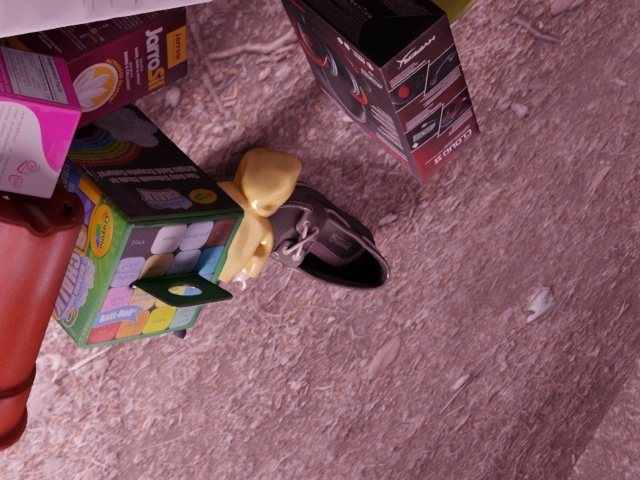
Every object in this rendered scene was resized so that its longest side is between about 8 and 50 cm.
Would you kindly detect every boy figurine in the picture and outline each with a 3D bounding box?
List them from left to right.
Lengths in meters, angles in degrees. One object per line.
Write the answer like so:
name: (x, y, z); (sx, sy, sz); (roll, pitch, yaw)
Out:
boy figurine: (-0.139, -0.013, 2.065); (0.177, 0.092, 0.285); (36, 93, -32)

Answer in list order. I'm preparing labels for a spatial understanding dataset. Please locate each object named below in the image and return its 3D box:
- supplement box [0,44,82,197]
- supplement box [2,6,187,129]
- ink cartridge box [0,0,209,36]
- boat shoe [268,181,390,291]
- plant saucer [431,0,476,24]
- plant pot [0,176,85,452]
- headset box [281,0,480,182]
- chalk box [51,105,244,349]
supplement box: (-0.363, -0.131, 1.556); (0.220, 0.114, 0.111); (11, 121, -26)
supplement box: (-0.243, -0.202, 1.723); (0.188, 0.081, 0.104); (-30, 146, -26)
ink cartridge box: (-0.192, -0.378, 1.503); (0.330, 0.071, 0.324); (-17, 121, -37)
boat shoe: (0.000, 0.000, 2.247); (0.112, 0.095, 0.335); (-52, 149, 10)
plant saucer: (0.162, -0.361, 2.084); (0.241, 0.037, 0.241); (-31, 146, -24)
plant pot: (-0.391, 0.043, 1.662); (0.272, 0.272, 0.265); (2, 120, -52)
headset box: (0.076, -0.222, 1.962); (0.110, 0.218, 0.293); (-40, 149, -8)
chalk box: (-0.221, -0.001, 1.781); (0.180, 0.289, 0.179); (-7, 132, -47)
